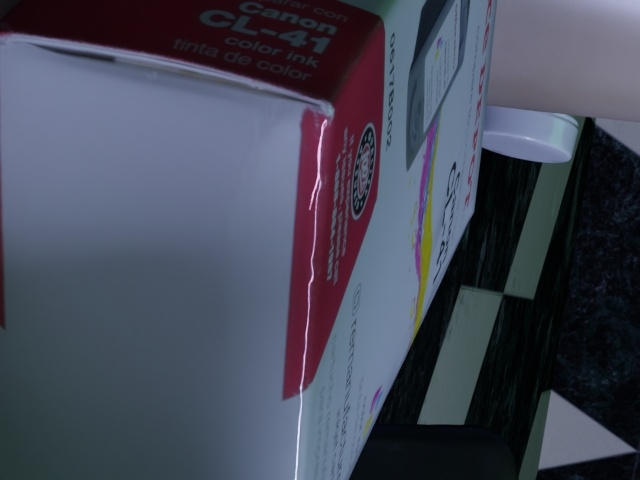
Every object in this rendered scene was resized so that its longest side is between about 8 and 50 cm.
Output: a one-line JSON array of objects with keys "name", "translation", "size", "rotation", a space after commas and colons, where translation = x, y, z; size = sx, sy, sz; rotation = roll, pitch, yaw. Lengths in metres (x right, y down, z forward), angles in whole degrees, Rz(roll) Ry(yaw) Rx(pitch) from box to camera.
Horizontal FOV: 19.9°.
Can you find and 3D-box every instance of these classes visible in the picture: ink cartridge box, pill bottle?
[{"name": "ink cartridge box", "translation": [-0.018, -0.039, 0.759], "size": [0.306, 0.131, 0.226], "rotation": [-58, 156, -54]}, {"name": "pill bottle", "translation": [0.196, -0.186, 1.578], "size": [0.124, 0.124, 0.222], "rotation": [45, 58, -75]}]

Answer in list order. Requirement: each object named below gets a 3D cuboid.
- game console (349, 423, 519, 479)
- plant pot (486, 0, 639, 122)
[{"name": "game console", "translation": [0.026, 0.223, 0.911], "size": [0.250, 0.173, 0.293], "rotation": [69, 15, -74]}, {"name": "plant pot", "translation": [0.177, -0.191, 1.027], "size": [0.323, 0.280, 0.323], "rotation": [23, 90, -78]}]
